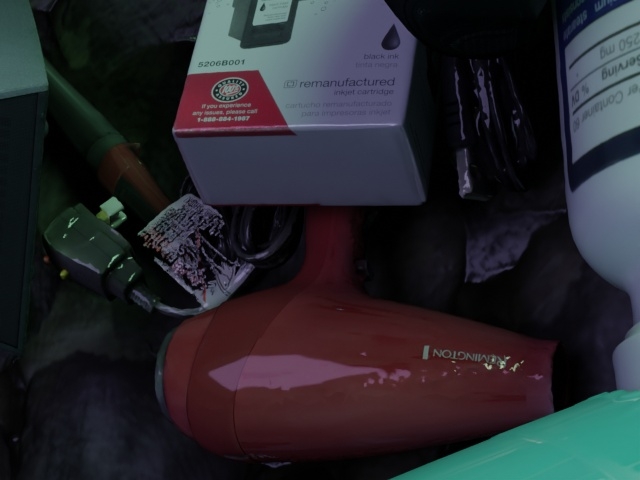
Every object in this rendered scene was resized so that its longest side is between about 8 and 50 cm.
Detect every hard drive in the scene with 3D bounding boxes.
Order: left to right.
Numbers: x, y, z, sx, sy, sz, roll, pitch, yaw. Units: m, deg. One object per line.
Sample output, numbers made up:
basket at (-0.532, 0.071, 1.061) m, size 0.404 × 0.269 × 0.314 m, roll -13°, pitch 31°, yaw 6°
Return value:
hard drive at (-0.197, -0.060, 0.859) m, size 0.254 × 0.054 × 0.172 m, roll -122°, pitch 38°, yaw -61°

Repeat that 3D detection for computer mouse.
computer mouse at (0.050, -0.124, 0.583) m, size 0.072 × 0.272 × 0.188 m, roll -2°, pitch 83°, yaw 6°

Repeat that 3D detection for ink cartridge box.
ink cartridge box at (0.001, -0.093, 0.708) m, size 0.109 × 0.063 × 0.150 m, roll -1°, pitch 55°, yaw 15°

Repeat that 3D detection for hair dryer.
hair dryer at (0.000, 0.000, 0.710) m, size 0.223 × 0.080 × 0.293 m, roll -49°, pitch 59°, yaw 2°

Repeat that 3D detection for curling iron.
curling iron at (-0.110, -0.053, 0.877) m, size 0.274 × 0.035 × 0.068 m, roll 38°, pitch 99°, yaw 42°

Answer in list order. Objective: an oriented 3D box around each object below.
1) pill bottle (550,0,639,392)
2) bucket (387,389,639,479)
pill bottle at (0.162, -0.062, 0.541) m, size 0.153 × 0.153 × 0.264 m, roll -15°, pitch 69°, yaw 40°
bucket at (0.071, 0.192, 0.460) m, size 0.281 × 0.183 × 0.281 m, roll 54°, pitch 159°, yaw 32°
